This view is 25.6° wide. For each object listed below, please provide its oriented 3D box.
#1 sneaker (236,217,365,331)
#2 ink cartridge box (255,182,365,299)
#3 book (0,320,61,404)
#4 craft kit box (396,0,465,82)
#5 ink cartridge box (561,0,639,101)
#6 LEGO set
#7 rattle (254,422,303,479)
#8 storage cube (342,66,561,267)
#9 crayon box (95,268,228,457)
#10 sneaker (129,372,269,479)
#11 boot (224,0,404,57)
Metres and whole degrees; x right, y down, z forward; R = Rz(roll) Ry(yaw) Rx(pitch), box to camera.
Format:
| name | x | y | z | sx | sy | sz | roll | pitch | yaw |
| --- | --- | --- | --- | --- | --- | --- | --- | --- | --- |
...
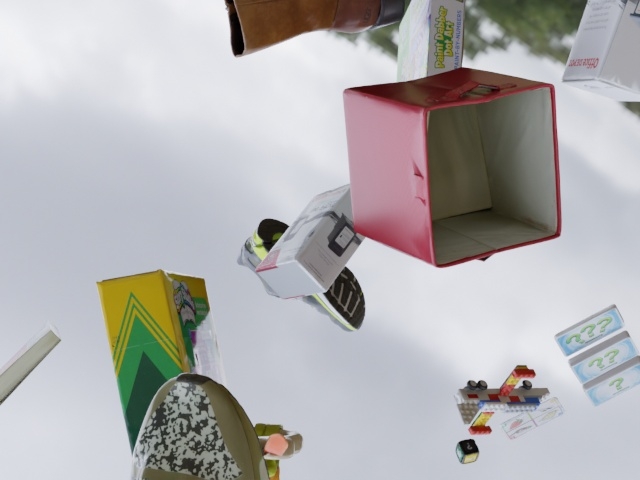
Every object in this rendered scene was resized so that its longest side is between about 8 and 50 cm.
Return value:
| name | x | y | z | sx | sy | sz | roll | pitch | yaw |
| --- | --- | --- | --- | --- | --- | --- | --- | --- | --- |
| sneaker | -0.035 | 0.078 | 2.769 | 0.300 | 0.121 | 0.111 | 41 | -133 | -15 |
| ink cartridge box | 0.000 | 0.000 | 1.857 | 0.063 | 0.150 | 0.109 | 46 | 151 | -17 |
| book | -0.455 | 0.185 | 2.134 | 0.035 | 0.144 | 0.096 | 46 | 175 | -14 |
| craft kit box | 0.153 | -0.243 | 2.004 | 0.061 | 0.246 | 0.250 | 9 | 162 | -6 |
| ink cartridge box | 0.346 | -0.252 | 1.541 | 0.082 | 0.190 | 0.139 | 17 | -176 | -9 |
| LEGO set | 0.254 | 0.184 | 1.602 | 0.182 | 0.244 | 0.060 | 53 | -168 | -51 |
| rattle | -0.084 | 0.325 | 1.960 | 0.130 | 0.142 | 0.200 | 19 | 177 | -17 |
| storage cube | 0.154 | -0.092 | 1.682 | 0.184 | 0.215 | 0.193 | -14 | -161 | -25 |
| crayon box | -0.217 | 0.208 | 2.096 | 0.363 | 0.106 | 0.313 | 40 | -143 | -84 |
| sneaker | -0.160 | 0.318 | 1.299 | 0.158 | 0.410 | 0.182 | 4 | 166 | 23 |
| boot | -0.026 | -0.408 | 1.970 | 0.280 | 0.264 | 0.096 | -14 | -159 | -29 |
